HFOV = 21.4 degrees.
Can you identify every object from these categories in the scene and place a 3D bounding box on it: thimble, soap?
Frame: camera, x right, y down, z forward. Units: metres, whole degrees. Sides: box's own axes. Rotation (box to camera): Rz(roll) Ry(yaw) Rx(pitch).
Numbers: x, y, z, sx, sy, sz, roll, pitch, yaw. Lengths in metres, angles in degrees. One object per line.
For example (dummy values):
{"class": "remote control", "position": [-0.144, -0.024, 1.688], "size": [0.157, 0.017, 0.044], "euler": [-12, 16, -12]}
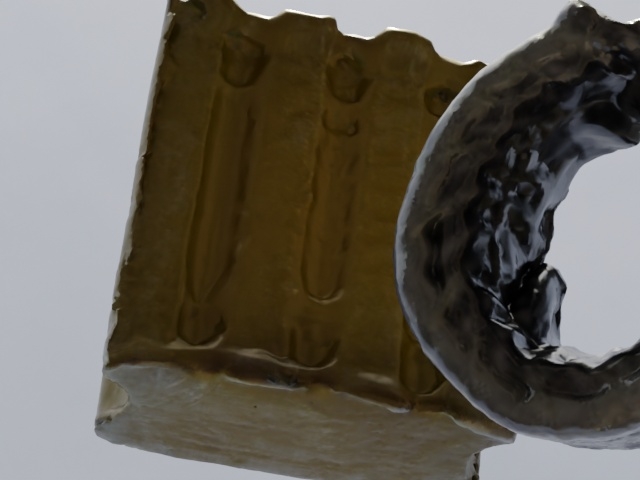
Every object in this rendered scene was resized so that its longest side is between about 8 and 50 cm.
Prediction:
{"class": "thimble", "position": [0.166, -0.002, 0.977], "size": [0.217, 0.157, 0.245], "euler": [9, -97, 24]}
{"class": "soap", "position": [0.000, 0.000, 1.247], "size": [0.293, 0.156, 0.335], "euler": [10, -124, -9]}
